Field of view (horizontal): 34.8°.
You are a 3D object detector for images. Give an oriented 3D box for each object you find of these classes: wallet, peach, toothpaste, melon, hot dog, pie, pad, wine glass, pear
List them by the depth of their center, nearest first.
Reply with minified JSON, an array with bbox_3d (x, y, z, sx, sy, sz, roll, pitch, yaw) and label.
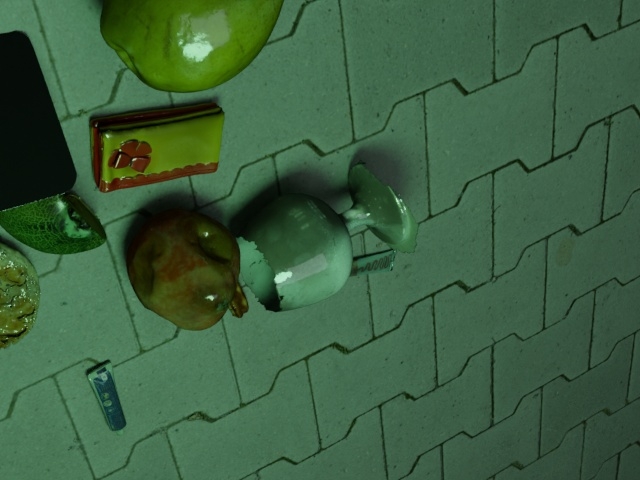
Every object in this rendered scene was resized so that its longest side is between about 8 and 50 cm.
[{"bbox_3d":[-0.498,-0.183,1.584,0.181,0.004,0.267,-19,92,-24],"label":"pad"},{"bbox_3d":[-0.195,-0.375,1.620,0.307,0.253,0.253,-48,137,-15],"label":"pear"},{"bbox_3d":[-0.468,-0.042,1.704,0.129,0.169,0.265,-40,134,-5],"label":"melon"},{"bbox_3d":[-0.622,0.112,1.785,0.274,0.055,0.274,-17,132,-20],"label":"pie"},{"bbox_3d":[-0.287,-0.162,1.826,0.241,0.067,0.141,-14,129,-29],"label":"wallet"},{"bbox_3d":[-0.241,0.059,1.902,0.214,0.235,0.214,-26,142,-22],"label":"peach"},{"bbox_3d":[0.000,0.000,2.039,0.323,0.238,0.238,-31,134,-21],"label":"wine glass"},{"bbox_3d":[-0.431,0.331,2.095,0.057,0.034,0.197,-31,132,-27],"label":"toothpaste"},{"bbox_3d":[-0.182,0.119,2.129,0.049,0.037,0.122,-41,142,-21],"label":"hot dog"},{"bbox_3d":[0.086,0.059,2.283,0.205,0.036,0.056,-10,124,-36],"label":"toothpaste"}]
